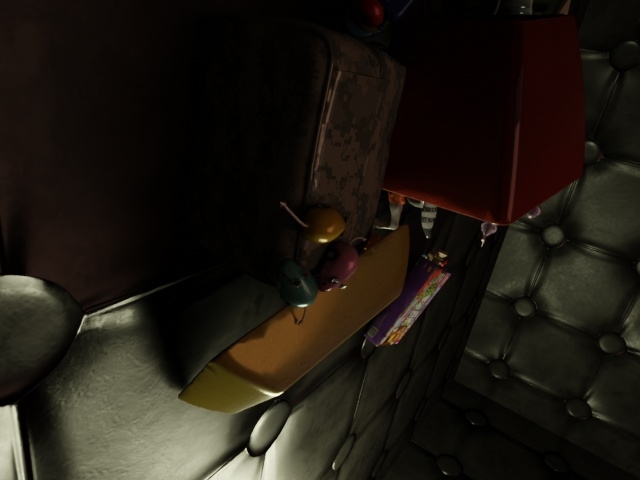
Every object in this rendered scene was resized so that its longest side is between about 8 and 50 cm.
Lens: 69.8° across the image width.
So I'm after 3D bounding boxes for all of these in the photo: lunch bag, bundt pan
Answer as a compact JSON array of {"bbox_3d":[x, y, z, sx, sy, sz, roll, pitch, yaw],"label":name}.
[{"bbox_3d":[-0.011,-0.113,0.603,0.256,0.212,0.305,-15,123,-49],"label":"lunch bag"},{"bbox_3d":[0.386,-0.477,1.098,0.331,0.124,0.331,-38,140,-40],"label":"bundt pan"}]

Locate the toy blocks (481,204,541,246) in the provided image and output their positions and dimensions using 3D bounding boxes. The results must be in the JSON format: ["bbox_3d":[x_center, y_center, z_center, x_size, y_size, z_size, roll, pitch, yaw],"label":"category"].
[{"bbox_3d":[0.614,-0.157,1.527,0.260,0.309,0.288,-51,148,-38],"label":"toy blocks"}]

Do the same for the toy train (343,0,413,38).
[{"bbox_3d":[0.005,-0.356,0.556,0.105,0.248,0.143,-51,-171,1],"label":"toy train"}]

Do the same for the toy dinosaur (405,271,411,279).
[{"bbox_3d":[0.262,0.102,1.417,0.047,0.090,0.082,-41,-171,-2],"label":"toy dinosaur"}]

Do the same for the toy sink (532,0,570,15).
[{"bbox_3d":[0.601,-0.607,1.334,0.234,0.153,0.131,-52,149,-22],"label":"toy sink"}]

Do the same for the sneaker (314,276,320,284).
[{"bbox_3d":[0.000,0.000,0.874,0.081,0.080,0.211,-4,116,-34],"label":"sneaker"}]

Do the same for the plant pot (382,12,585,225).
[{"bbox_3d":[0.232,-0.205,0.683,0.267,0.267,0.236,-26,127,-37],"label":"plant pot"}]

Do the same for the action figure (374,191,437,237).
[{"bbox_3d":[0.292,-0.185,1.083,0.341,0.178,0.330,-16,144,-38],"label":"action figure"}]

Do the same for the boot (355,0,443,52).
[{"bbox_3d":[0.170,-0.451,0.721,0.367,0.146,0.445,-44,142,-17],"label":"boot"}]

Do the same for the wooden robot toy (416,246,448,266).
[{"bbox_3d":[0.380,0.084,1.572,0.173,0.076,0.079,-21,139,-52],"label":"wooden robot toy"}]

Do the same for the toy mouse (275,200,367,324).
[{"bbox_3d":[0.003,0.034,0.494,0.161,0.031,0.143,-2,111,-53],"label":"toy mouse"}]

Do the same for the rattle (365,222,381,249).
[{"bbox_3d":[0.109,-0.079,0.922,0.130,0.143,0.200,20,100,-43],"label":"rattle"}]

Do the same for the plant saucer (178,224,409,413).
[{"bbox_3d":[-0.031,0.141,0.683,0.333,0.081,0.333,-32,171,-33],"label":"plant saucer"}]

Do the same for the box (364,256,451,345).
[{"bbox_3d":[0.273,0.193,1.410,0.293,0.057,0.201,-55,153,9],"label":"box"}]
